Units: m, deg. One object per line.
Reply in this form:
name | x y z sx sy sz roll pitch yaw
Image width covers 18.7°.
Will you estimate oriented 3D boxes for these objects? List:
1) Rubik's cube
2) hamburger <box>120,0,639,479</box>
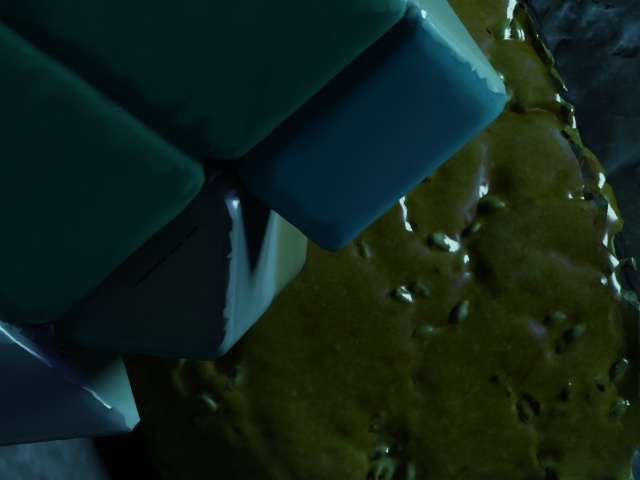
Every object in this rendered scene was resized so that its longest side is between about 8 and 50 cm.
Rubik's cube | -0.104 -0.060 0.488 0.265 0.213 0.224 37 17 -44
hamburger | 0.000 0.000 0.801 0.132 0.211 0.309 129 -51 -70
